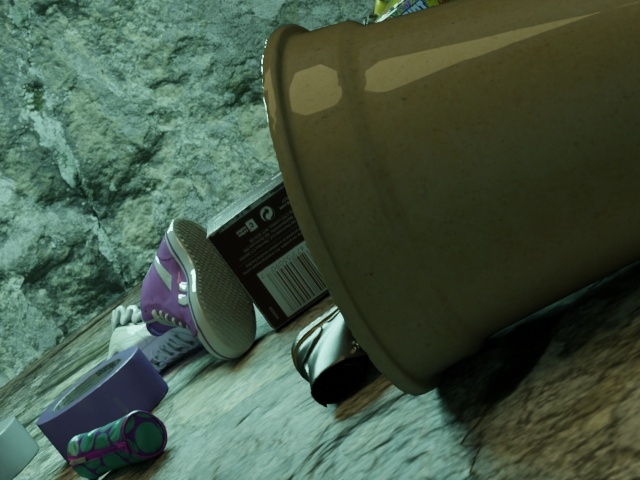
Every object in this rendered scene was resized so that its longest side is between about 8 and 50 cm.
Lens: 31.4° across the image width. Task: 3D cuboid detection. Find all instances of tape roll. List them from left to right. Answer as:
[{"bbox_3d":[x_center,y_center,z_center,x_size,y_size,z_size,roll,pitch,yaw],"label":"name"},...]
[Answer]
[{"bbox_3d":[-0.594,0.397,1.952,0.219,0.072,0.219,-36,9,7],"label":"tape roll"},{"bbox_3d":[-0.327,0.246,1.710,0.189,0.080,0.189,-35,10,7],"label":"tape roll"}]

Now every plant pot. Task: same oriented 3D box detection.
[{"bbox_3d":[0.165,-0.079,0.929,0.306,0.333,0.334,-21,13,17],"label":"plant pot"}]

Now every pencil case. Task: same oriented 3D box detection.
[{"bbox_3d":[-0.259,0.260,1.432,0.070,0.064,0.152,-22,-4,-46],"label":"pencil case"}]

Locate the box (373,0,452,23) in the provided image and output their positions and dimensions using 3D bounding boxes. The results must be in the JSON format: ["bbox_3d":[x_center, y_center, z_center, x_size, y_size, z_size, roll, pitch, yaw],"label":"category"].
[{"bbox_3d":[0.272,-0.322,1.511,0.290,0.279,0.177,-57,12,-19],"label":"box"}]

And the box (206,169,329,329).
[{"bbox_3d":[-0.054,0.002,1.658,0.168,0.167,0.203,-36,9,-1],"label":"box"}]

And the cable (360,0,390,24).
[{"bbox_3d":[0.100,-0.318,1.905,0.072,0.139,0.287,-6,-9,-2],"label":"cable"}]

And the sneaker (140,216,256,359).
[{"bbox_3d":[-0.189,0.111,1.685,0.161,0.102,0.282,-56,36,22],"label":"sneaker"}]

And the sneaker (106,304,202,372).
[{"bbox_3d":[-0.249,0.161,1.855,0.292,0.110,0.118,-18,45,45],"label":"sneaker"}]

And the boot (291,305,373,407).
[{"bbox_3d":[0.059,0.086,1.162,0.198,0.077,0.137,-49,13,4],"label":"boot"}]
